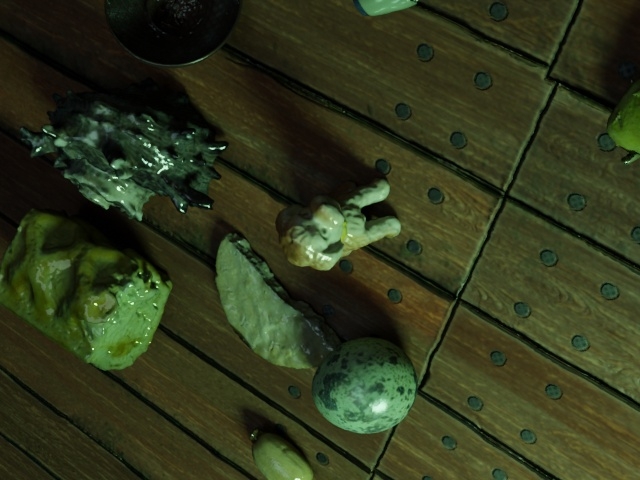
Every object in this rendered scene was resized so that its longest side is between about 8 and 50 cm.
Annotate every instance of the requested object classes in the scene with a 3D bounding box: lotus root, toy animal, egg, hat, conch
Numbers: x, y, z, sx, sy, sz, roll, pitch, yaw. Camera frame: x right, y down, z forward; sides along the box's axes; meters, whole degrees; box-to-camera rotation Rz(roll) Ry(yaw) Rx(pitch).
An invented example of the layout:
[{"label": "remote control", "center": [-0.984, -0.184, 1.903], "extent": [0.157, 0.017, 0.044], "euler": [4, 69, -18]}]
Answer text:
[{"label": "lotus root", "center": [-0.059, 0.362, 1.448], "extent": [0.150, 0.062, 0.073], "euler": [42, 125, 13]}, {"label": "toy animal", "center": [-0.013, -0.006, 1.202], "extent": [0.183, 0.185, 0.104], "euler": [-19, 99, 36]}, {"label": "egg", "center": [0.058, 0.204, 1.272], "extent": [0.172, 0.132, 0.132], "euler": [-22, 96, 48]}, {"label": "hat", "center": [-0.199, -0.321, 1.268], "extent": [0.193, 0.082, 0.193], "euler": [0, 80, 2]}, {"label": "conch", "center": [-0.290, -0.118, 1.350], "extent": [0.312, 0.186, 0.241], "euler": [5, 139, 12]}]

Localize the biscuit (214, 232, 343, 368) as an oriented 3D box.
[{"label": "biscuit", "center": [-0.084, 0.112, 1.386], "extent": [0.250, 0.032, 0.133], "euler": [44, 125, 10]}]

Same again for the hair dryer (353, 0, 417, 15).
[{"label": "hair dryer", "center": [0.106, -0.380, 1.080], "extent": [0.167, 0.067, 0.199], "euler": [-9, 89, 25]}]

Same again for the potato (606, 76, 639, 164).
[{"label": "potato", "center": [0.403, -0.148, 0.944], "extent": [0.225, 0.090, 0.117], "euler": [-21, 103, 43]}]

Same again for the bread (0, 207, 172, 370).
[{"label": "bread", "center": [-0.388, 0.075, 1.472], "extent": [0.252, 0.238, 0.196], "euler": [34, 82, 12]}]
